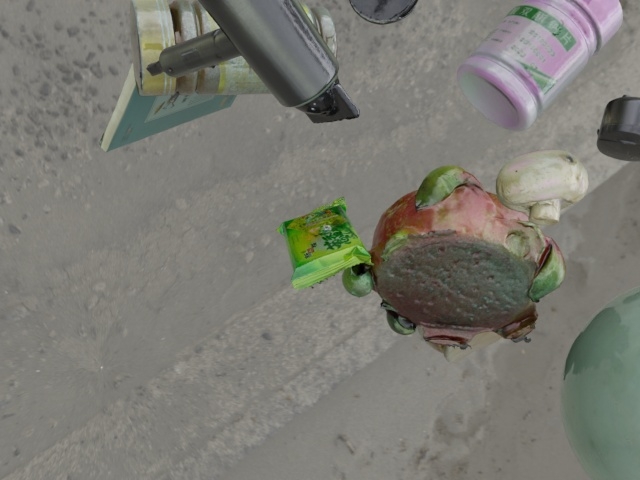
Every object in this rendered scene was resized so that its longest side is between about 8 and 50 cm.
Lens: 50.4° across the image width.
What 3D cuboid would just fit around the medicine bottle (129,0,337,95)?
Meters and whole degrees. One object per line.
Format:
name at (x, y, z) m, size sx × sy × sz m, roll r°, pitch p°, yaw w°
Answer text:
medicine bottle at (-0.144, -0.319, 1.130) m, size 0.322 × 0.151 × 0.151 m, roll -5°, pitch 82°, yaw -19°

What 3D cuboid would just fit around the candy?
candy at (0.000, -0.001, 0.843) m, size 0.102 × 0.178 × 0.032 m, roll -18°, pitch 115°, yaw -2°

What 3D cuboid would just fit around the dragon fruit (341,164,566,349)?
dragon fruit at (0.180, 0.033, 0.940) m, size 0.295 × 0.268 × 0.130 m, roll 7°, pitch 46°, yaw 1°

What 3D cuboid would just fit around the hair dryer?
hair dryer at (-0.097, -0.191, 0.739) m, size 0.195 × 0.248 × 0.078 m, roll 50°, pitch 57°, yaw -34°

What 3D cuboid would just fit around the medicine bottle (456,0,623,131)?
medicine bottle at (0.486, -0.426, 1.521) m, size 0.212 × 0.212 × 0.325 m, roll 44°, pitch 86°, yaw -6°

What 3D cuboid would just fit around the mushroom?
mushroom at (0.204, -0.049, 0.629) m, size 0.083 × 0.083 × 0.068 m, roll 6°, pitch 78°, yaw -17°

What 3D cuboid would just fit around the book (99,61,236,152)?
book at (-0.265, -0.322, 1.396) m, size 0.031 × 0.264 × 0.379 m, roll 48°, pitch 42°, yaw 8°

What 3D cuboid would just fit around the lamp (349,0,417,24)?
lamp at (0.172, -0.438, 1.045) m, size 0.130 × 0.108 × 0.371 m, roll 51°, pitch 48°, yaw 0°

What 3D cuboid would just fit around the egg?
egg at (0.409, 0.181, 0.747) m, size 0.276 × 0.389 × 0.276 m, roll -6°, pitch 73°, yaw 21°

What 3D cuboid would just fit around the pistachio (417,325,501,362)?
pistachio at (0.284, 0.151, 1.380) m, size 0.288 × 0.166 × 0.197 m, roll 2°, pitch 108°, yaw -51°

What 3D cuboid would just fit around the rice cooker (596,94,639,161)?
rice cooker at (0.582, -0.209, 1.277) m, size 0.112 × 0.165 × 0.106 m, roll 14°, pitch 94°, yaw 21°
